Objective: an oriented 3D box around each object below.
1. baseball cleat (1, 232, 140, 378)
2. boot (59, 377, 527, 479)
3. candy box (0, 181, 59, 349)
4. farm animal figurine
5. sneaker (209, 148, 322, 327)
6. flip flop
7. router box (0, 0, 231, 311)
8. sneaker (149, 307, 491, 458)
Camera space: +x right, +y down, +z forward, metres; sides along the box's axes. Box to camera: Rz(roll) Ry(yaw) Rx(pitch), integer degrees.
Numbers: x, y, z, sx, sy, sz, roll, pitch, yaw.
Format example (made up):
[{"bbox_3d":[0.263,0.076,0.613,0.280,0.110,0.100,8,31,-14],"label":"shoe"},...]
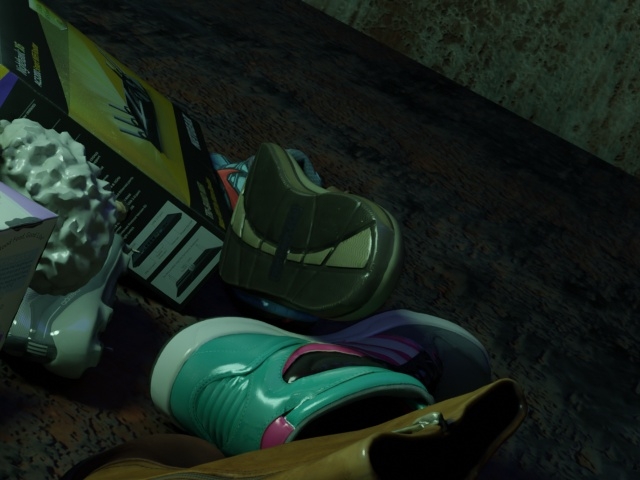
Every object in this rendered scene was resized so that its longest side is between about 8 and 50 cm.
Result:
[{"bbox_3d":[-0.192,0.032,1.222,0.109,0.072,0.206,17,14,-7],"label":"baseball cleat"},{"bbox_3d":[-0.030,0.114,0.840,0.264,0.280,0.096,-9,74,-63],"label":"boot"},{"bbox_3d":[-0.252,0.035,0.900,0.165,0.196,0.070,31,17,14],"label":"candy box"},{"bbox_3d":[-0.322,-0.046,1.024,0.327,0.330,0.172,58,20,6],"label":"farm animal figurine"},{"bbox_3d":[-0.042,-0.030,1.527,0.104,0.125,0.262,16,20,-33],"label":"sneaker"},{"bbox_3d":[0.000,0.000,1.252,0.080,0.112,0.277,18,2,-27],"label":"flip flop"},{"bbox_3d":[-0.202,-0.094,1.462,0.243,0.081,0.309,37,11,-23],"label":"router box"},{"bbox_3d":[0.048,0.124,1.191,0.295,0.124,0.178,1,24,-40],"label":"sneaker"}]
